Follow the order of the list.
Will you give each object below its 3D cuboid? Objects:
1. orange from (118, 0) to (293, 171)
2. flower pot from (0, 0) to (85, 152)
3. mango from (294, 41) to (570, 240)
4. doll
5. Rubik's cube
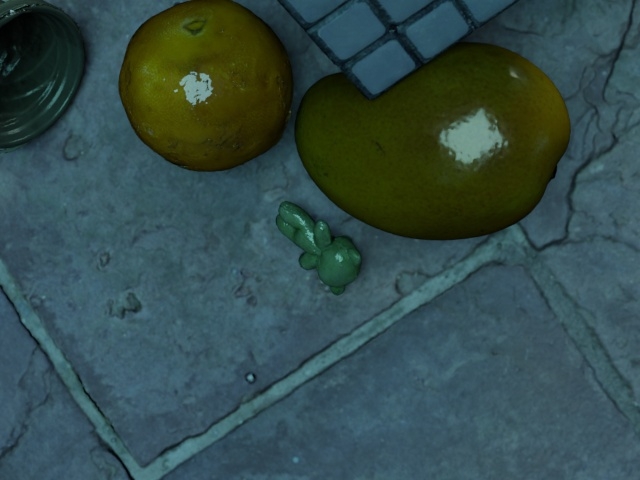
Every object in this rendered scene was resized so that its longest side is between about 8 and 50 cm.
[{"bbox_3d":[-0.154,-0.209,1.649,0.240,0.240,0.240,1,95,9],"label":"orange"},{"bbox_3d":[-0.463,-0.254,1.725,0.140,0.235,0.235,32,99,28],"label":"flower pot"},{"bbox_3d":[0.143,-0.132,1.620,0.378,0.221,0.264,5,100,19],"label":"mango"},{"bbox_3d":[0.000,0.000,1.722,0.150,0.077,0.115,42,144,9],"label":"doll"},{"bbox_3d":[0.065,-0.446,1.482,0.344,0.344,0.337,-32,51,14],"label":"Rubik's cube"}]
